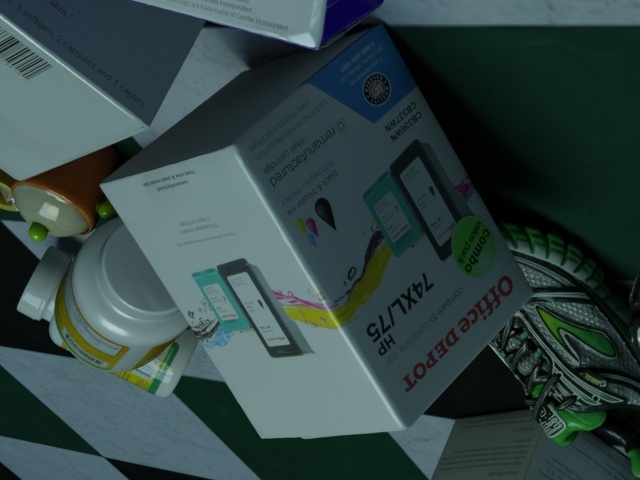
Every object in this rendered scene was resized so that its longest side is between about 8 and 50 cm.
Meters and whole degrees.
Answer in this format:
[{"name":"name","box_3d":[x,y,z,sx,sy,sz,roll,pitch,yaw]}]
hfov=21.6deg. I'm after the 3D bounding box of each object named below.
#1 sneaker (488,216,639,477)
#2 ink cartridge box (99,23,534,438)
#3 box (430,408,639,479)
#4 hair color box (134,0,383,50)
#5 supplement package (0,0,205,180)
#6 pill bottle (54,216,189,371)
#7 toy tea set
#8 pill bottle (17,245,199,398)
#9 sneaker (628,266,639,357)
[{"name":"sneaker","box_3d":[0.218,0.095,1.540,0.343,0.146,0.134,30,155,-6]},{"name":"ink cartridge box","box_3d":[0.000,0.000,1.397,0.197,0.198,0.270,-12,115,51]},{"name":"box","box_3d":[0.250,0.288,1.915,0.182,0.119,0.181,37,153,-22]},{"name":"hair color box","box_3d":[-0.044,-0.291,0.887,0.185,0.110,0.339,17,120,18]},{"name":"supplement package","box_3d":[-0.186,-0.217,1.170,0.199,0.263,0.198,38,152,-25]},{"name":"pill bottle","box_3d":[-0.194,0.051,1.737,0.136,0.136,0.245,29,160,-8]},{"name":"toy tea set","box_3d":[-0.359,-0.071,1.775,0.200,0.124,0.336,40,151,-28]},{"name":"pill bottle","box_3d":[-0.248,0.092,1.996,0.208,0.118,0.117,27,155,-4]},{"name":"sneaker","box_3d":[0.361,0.085,1.297,0.257,0.169,0.447,22,170,10]}]
